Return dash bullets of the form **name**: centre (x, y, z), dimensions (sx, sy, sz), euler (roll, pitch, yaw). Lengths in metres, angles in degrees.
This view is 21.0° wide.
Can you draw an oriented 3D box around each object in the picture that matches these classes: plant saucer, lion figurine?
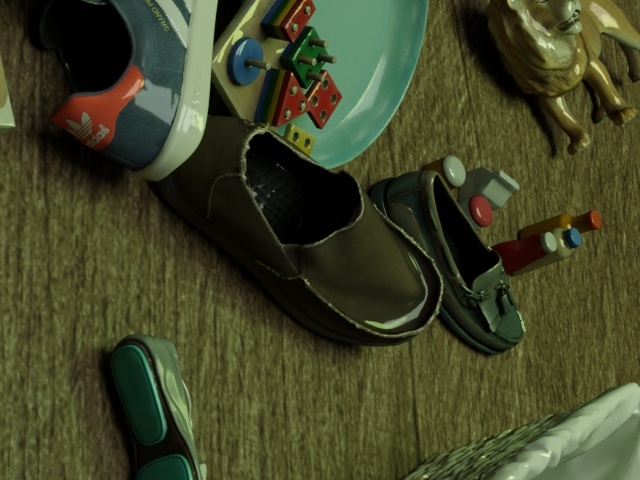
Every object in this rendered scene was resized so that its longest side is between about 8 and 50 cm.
- **plant saucer**: centre (0.009, -0.234, 1.831), dimensions (0.317, 0.043, 0.318), euler (-26, 124, -48)
- **lion figurine**: centre (0.340, -0.267, 2.326), dimensions (0.240, 0.142, 0.392), euler (56, 23, -4)

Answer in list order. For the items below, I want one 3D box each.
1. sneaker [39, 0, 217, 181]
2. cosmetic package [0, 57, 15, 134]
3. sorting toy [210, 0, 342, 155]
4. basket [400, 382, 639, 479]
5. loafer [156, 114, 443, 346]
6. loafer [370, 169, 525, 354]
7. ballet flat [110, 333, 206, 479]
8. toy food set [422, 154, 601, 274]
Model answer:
- **sneaker**: centre (-0.182, -0.229, 1.620), dimensions (0.148, 0.131, 0.350), euler (21, 49, -30)
- **cosmetic package**: centre (-0.303, -0.141, 1.470), dimensions (0.041, 0.060, 0.115), euler (0, 71, -52)
- **sorting toy**: centre (-0.038, -0.170, 1.713), dimensions (0.132, 0.046, 0.274), euler (-57, 143, -23)
- **basket**: centre (0.205, 0.355, 1.696), dimensions (0.328, 0.266, 0.331), euler (-23, 92, -54)
- **loafer**: centre (0.000, 0.000, 1.706), dimensions (0.366, 0.130, 0.134), euler (33, 69, -34)
- **loafer**: centre (0.162, 0.027, 1.960), dimensions (0.267, 0.084, 0.096), euler (48, 40, -25)
- **ballet flat**: centre (-0.130, 0.184, 1.519), dimensions (0.068, 0.072, 0.213), euler (4, 69, -58)
- **toy food set**: centre (0.231, -0.029, 2.061), dimensions (0.232, 0.104, 0.111), euler (35, 47, -37)
